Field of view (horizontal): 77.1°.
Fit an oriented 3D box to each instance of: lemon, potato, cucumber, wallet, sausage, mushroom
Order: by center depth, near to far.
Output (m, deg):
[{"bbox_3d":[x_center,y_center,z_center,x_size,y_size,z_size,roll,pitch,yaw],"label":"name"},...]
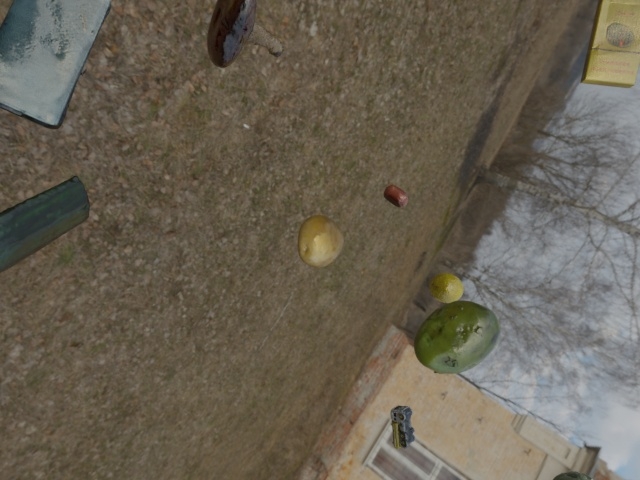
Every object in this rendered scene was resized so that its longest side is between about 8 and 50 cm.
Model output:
[{"bbox_3d":[-0.396,0.000,0.505,0.115,0.063,0.244,-22,-159,26],"label":"cucumber"},{"bbox_3d":[-0.675,-0.479,0.986,0.046,0.190,0.380,-1,-111,62],"label":"wallet"},{"bbox_3d":[-0.177,-0.562,1.076,0.217,0.148,0.227,-6,157,-40],"label":"mushroom"},{"bbox_3d":[0.388,0.278,1.154,0.253,0.187,0.149,-20,154,0],"label":"potato"},{"bbox_3d":[0.000,0.000,1.204,0.146,0.151,0.234,-29,176,4],"label":"potato"},{"bbox_3d":[0.268,-0.159,1.419,0.054,0.094,0.059,-49,167,-15],"label":"sausage"},{"bbox_3d":[0.459,0.173,1.460,0.109,0.132,0.109,-163,-90,-72],"label":"lemon"}]

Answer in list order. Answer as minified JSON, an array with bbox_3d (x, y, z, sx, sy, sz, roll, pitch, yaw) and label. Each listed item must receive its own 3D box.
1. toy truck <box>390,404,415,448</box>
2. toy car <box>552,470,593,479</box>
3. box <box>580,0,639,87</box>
[{"bbox_3d":[0.241,0.559,1.202,0.052,0.062,0.124,-3,87,-46],"label":"toy truck"},{"bbox_3d":[0.395,0.473,0.680,0.095,0.056,0.205,-104,-147,-57],"label":"toy car"},{"bbox_3d":[0.541,-0.364,0.735,0.023,0.086,0.155,-3,104,-76],"label":"box"}]
